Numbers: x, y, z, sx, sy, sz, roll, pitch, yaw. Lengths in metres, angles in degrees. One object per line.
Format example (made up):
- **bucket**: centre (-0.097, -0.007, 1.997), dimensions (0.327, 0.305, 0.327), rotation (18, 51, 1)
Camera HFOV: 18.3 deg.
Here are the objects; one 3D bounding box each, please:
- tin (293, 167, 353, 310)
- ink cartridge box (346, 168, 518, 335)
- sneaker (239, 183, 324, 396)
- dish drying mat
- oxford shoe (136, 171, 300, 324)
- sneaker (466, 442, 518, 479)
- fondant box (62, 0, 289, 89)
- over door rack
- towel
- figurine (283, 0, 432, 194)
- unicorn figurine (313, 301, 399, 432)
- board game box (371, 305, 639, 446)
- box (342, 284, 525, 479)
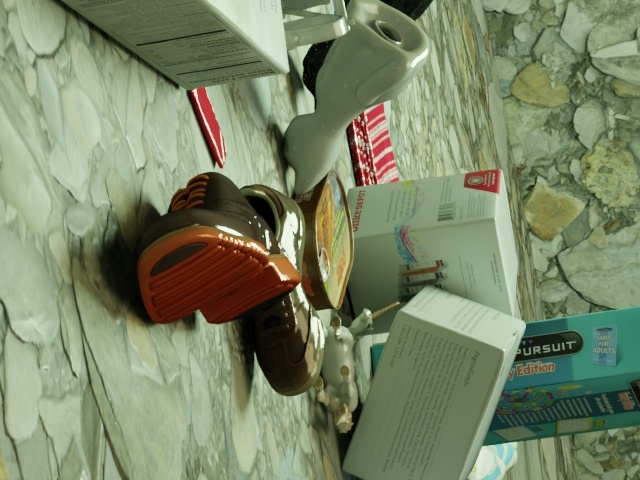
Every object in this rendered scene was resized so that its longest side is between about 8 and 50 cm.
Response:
- **tin**: centre (0.000, 0.000, 1.964), dimensions (0.190, 0.040, 0.106), rotation (-72, 146, -65)
- **ink cartridge box**: centre (0.118, 0.013, 2.168), dimensions (0.128, 0.176, 0.127), rotation (-75, 156, -60)
- **sneaker**: centre (-0.047, 0.041, 1.698), dimensions (0.071, 0.066, 0.188), rotation (32, 43, -52)
- **dish drying mat**: centre (-0.094, -0.101, 1.668), dimensions (0.032, 0.008, 0.083), rotation (-83, 160, -49)
- **oxford shoe**: centre (-0.092, 0.000, 1.465), dimensions (0.098, 0.097, 0.271), rotation (63, 5, 11)
- **sneaker**: centre (0.202, 0.297, 2.588), dimensions (0.228, 0.087, 0.092), rotation (14, 74, -69)
- **fondant box**: centre (-0.119, -0.265, 1.470), dimensions (0.330, 0.096, 0.238), rotation (33, 49, -75)
- **over door rack**: centre (-0.053, -0.304, 1.822), dimensions (0.324, 0.108, 0.240), rotation (-110, -171, -77)
- **towel**: centre (0.073, -0.081, 2.370), dimensions (0.199, 0.031, 0.275), rotation (-40, 120, -77)
- **figurine**: centre (0.030, -0.168, 1.949), dimensions (0.209, 0.092, 0.215), rotation (-56, -167, 39)
- **unicorn figurine**: centre (0.021, 0.113, 1.953), dimensions (0.111, 0.060, 0.162), rotation (57, 43, -63)
- **board game box**: centre (0.251, 0.163, 2.286), dimensions (0.254, 0.336, 0.079), rotation (51, 32, -67)
- **box**: centre (0.119, 0.158, 2.037), dimensions (0.181, 0.119, 0.182), rotation (-30, 139, -76)
